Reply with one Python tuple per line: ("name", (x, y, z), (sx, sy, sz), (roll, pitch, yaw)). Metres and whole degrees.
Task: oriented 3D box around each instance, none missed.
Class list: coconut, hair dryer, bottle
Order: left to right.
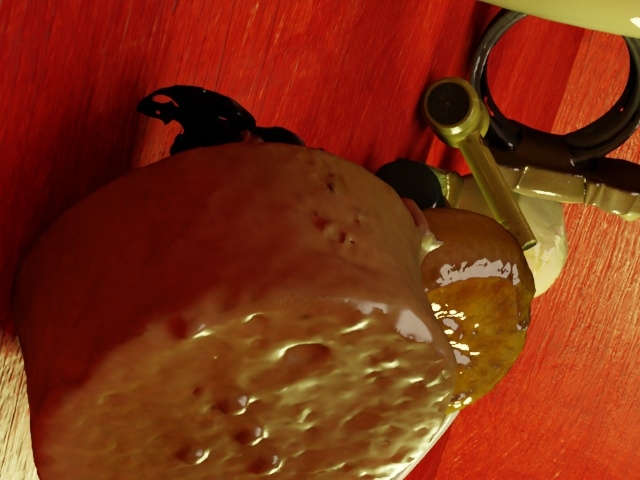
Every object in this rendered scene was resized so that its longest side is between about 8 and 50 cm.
("bottle", (0.128, 0.003, 1.972), (0.336, 0.144, 0.144), (80, 34, -64))
("hair dryer", (0.244, -0.111, 2.062), (0.090, 0.279, 0.135), (-28, 169, 8))
("coconut", (0.295, -0.015, 2.404), (0.259, 0.259, 0.259), (21, 90, -76))

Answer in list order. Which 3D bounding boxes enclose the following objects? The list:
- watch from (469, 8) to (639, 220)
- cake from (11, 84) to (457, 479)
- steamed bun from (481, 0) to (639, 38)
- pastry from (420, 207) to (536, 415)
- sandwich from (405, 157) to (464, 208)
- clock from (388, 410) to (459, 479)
("watch", (0.406, -0.238, 2.231), (0.314, 0.335, 0.327), (-62, 167, -70))
("cake", (-0.079, 0.025, 1.066), (0.332, 0.332, 0.321), (95, -17, -47))
("steamed bun", (0.360, -0.481, 1.689), (0.290, 0.371, 0.456), (86, 25, -57))
("pastry", (0.118, 0.105, 1.807), (0.356, 0.164, 0.356), (-15, 133, -16))
("sandwich", (0.167, -0.071, 2.127), (0.244, 0.090, 0.088), (4, 103, -78))
("clock", (0.063, 0.304, 2.069), (0.338, 0.102, 0.338), (-38, 158, -19))
